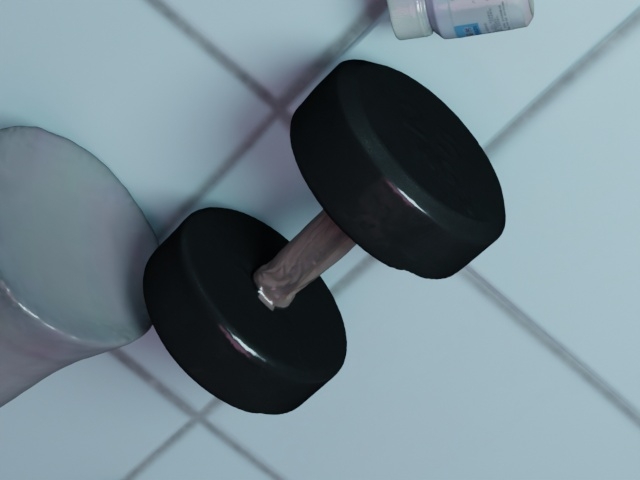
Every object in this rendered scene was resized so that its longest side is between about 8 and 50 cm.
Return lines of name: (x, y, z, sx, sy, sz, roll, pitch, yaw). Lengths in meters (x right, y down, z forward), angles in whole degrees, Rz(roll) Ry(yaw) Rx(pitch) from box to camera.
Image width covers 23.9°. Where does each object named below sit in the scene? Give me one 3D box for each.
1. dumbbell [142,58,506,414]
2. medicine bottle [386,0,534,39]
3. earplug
dumbbell: (0.000, 0.000, 1.018, 0.152, 0.152, 0.218, 41, 118, -13)
medicine bottle: (0.090, -0.156, 0.970, 0.089, 0.052, 0.052, -7, 118, 14)
earplug: (-0.276, 0.067, 1.107, 0.301, 0.172, 0.172, -34, 109, 31)
